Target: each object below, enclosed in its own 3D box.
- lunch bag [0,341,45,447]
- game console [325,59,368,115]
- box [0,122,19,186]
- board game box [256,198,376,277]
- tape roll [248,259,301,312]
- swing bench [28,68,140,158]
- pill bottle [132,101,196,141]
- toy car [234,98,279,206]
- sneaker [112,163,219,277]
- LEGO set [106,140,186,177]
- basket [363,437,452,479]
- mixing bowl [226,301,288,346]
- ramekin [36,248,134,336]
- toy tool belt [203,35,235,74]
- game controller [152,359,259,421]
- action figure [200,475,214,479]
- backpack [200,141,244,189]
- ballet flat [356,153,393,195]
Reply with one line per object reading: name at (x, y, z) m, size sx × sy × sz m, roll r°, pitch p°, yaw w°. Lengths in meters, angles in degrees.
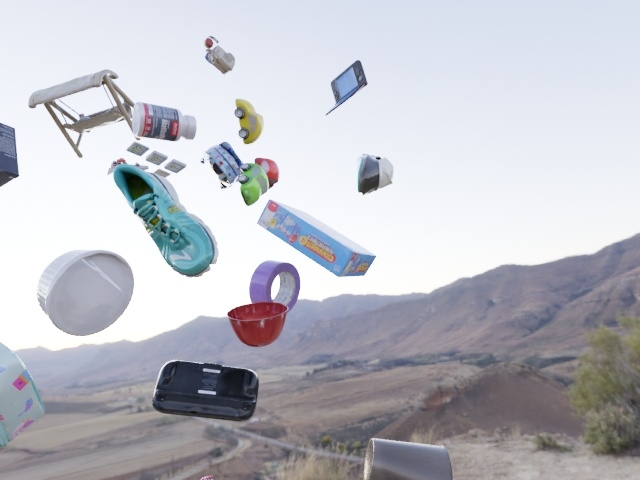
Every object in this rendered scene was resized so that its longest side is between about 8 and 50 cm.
lunch bag at (-0.651, 0.235, 0.739) m, size 0.279 × 0.108 × 0.224 m, roll 24°, pitch -50°, yaw 15°
game console at (0.068, -0.476, 1.272) m, size 0.085 × 0.124 × 0.144 m, roll -13°, pitch -5°, yaw -41°
box at (-0.897, -0.218, 1.076) m, size 0.155 × 0.159 × 0.093 m, roll -23°, pitch -17°, yaw 16°
board game box at (0.000, 0.000, 1.289) m, size 0.308 × 0.086 × 0.302 m, roll 32°, pitch 7°, yaw 19°
tape roll at (-0.158, 0.165, 1.436) m, size 0.080 × 0.189 × 0.188 m, roll 7°, pitch -2°, yaw 37°
swing bench at (-0.809, -0.463, 1.438) m, size 0.253 × 0.165 × 0.255 m, roll -14°, pitch -36°, yaw 5°
pill bottle at (-0.498, -0.374, 1.308) m, size 0.180 × 0.108 × 0.108 m, roll -1°, pitch -14°, yaw -37°
toy car at (-0.134, -0.161, 0.880) m, size 0.053 × 0.225 × 0.239 m, roll -9°, pitch -45°, yaw 6°
sneaker at (-0.298, -0.038, 0.759) m, size 0.107 × 0.275 × 0.110 m, roll -45°, pitch -19°, yaw -2°
LEGO set at (-0.602, -0.241, 1.397) m, size 0.244 × 0.060 × 0.182 m, roll -15°, pitch -27°, yaw 42°
basket at (0.251, 0.682, 1.206) m, size 0.226 × 0.154 × 0.204 m, roll 13°, pitch 24°, yaw 1°
mixing bowl at (-0.184, 0.253, 1.212) m, size 0.181 × 0.098 × 0.181 m, roll -3°, pitch 8°, yaw 0°
ramekin at (-0.736, 0.150, 1.272) m, size 0.127 × 0.273 × 0.272 m, roll 13°, pitch -3°, yaw 28°
toy tool belt at (-0.238, -0.414, 0.924) m, size 0.051 × 0.052 × 0.083 m, roll -7°, pitch -34°, yaw 45°
game controller at (-0.358, 0.474, 1.295) m, size 0.318 × 0.167 × 0.067 m, roll 11°, pitch -48°, yaw -9°
action figure at (-0.313, 0.679, 1.134) m, size 0.030 × 0.038 × 0.115 m, roll -14°, pitch -31°, yaw -7°
backpack at (-0.341, -0.271, 1.448) m, size 0.116 × 0.158 × 0.173 m, roll -39°, pitch 13°, yaw -12°
ballet flat at (0.146, -0.189, 1.094) m, size 0.096 × 0.096 × 0.280 m, roll 1°, pitch 23°, yaw 5°
